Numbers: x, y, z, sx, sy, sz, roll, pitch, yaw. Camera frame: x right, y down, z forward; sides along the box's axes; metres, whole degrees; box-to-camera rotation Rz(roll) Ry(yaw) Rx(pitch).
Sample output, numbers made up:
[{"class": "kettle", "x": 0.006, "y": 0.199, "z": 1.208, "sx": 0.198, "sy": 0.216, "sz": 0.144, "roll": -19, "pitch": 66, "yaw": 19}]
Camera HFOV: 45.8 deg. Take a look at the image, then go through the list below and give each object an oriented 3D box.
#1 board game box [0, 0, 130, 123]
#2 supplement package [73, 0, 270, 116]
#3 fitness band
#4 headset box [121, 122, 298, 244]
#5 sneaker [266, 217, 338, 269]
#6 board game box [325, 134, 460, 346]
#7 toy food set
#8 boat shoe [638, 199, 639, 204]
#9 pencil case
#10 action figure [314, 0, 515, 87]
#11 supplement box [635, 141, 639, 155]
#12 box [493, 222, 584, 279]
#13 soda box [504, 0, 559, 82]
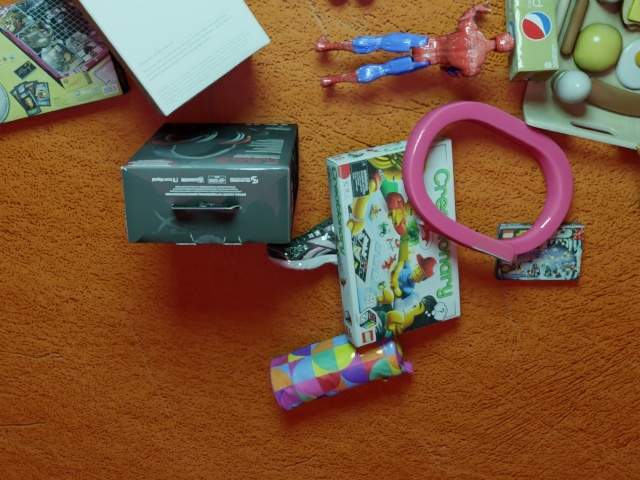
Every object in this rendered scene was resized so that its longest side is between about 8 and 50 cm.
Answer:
[{"class": "board game box", "x": -0.430, "y": -0.274, "z": 1.139, "sx": 0.243, "sy": 0.042, "sz": 0.165, "roll": -11, "pitch": 110, "yaw": 5}, {"class": "supplement package", "x": -0.233, "y": -0.336, "z": 1.020, "sx": 0.175, "sy": 0.177, "sz": 0.293, "roll": -38, "pitch": 107, "yaw": -6}, {"class": "fitness band", "x": 0.254, "y": -0.089, "z": 1.153, "sx": 0.291, "sy": 0.054, "sz": 0.208, "roll": 23, "pitch": 88, "yaw": -20}, {"class": "headset box", "x": -0.143, "y": -0.084, "z": 1.075, "sx": 0.218, "sy": 0.293, "sz": 0.110, "roll": 0, "pitch": 111, "yaw": 2}, {"class": "sneaker", "x": 0.000, "y": 0.000, "z": 1.232, "sx": 0.178, "sy": 0.072, "sz": 0.077, "roll": -2, "pitch": 106, "yaw": -11}, {"class": "board game box", "x": 0.120, "y": 0.001, "z": 1.197, "sx": 0.193, "sy": 0.053, "sz": 0.305, "roll": -15, "pitch": 112, "yaw": -19}, {"class": "toy food set", "x": 0.442, "y": -0.294, "z": 1.092, "sx": 0.220, "sy": 0.092, "sz": 0.306, "roll": 12, "pitch": 111, "yaw": -3}, {"class": "boat shoe", "x": 0.587, "y": -0.055, "z": 1.201, "sx": 0.152, "sy": 0.056, "sz": 0.049, "roll": 13, "pitch": 116, "yaw": -4}, {"class": "pencil case", "x": 0.033, "y": 0.217, "z": 1.293, "sx": 0.237, "sy": 0.104, "sz": 0.104, "roll": -17, "pitch": 110, "yaw": 8}, {"class": "action figure", "x": 0.148, "y": -0.284, "z": 1.113, "sx": 0.281, "sy": 0.139, "sz": 0.091, "roll": 1, "pitch": 116, "yaw": 24}, {"class": "supplement box", "x": 0.581, "y": -0.166, "z": 1.107, "sx": 0.233, "sy": 0.080, "sz": 0.078, "roll": -35, "pitch": 123, "yaw": -4}, {"class": "box", "x": 0.359, "y": 0.018, "z": 1.248, "sx": 0.137, "sy": 0.027, "sz": 0.093, "roll": -1, "pitch": 110, "yaw": 1}, {"class": "soda box", "x": 0.295, "y": -0.319, "z": 1.066, "sx": 0.058, "sy": 0.061, "sz": 0.181, "roll": -3, "pitch": 87, "yaw": 2}]
